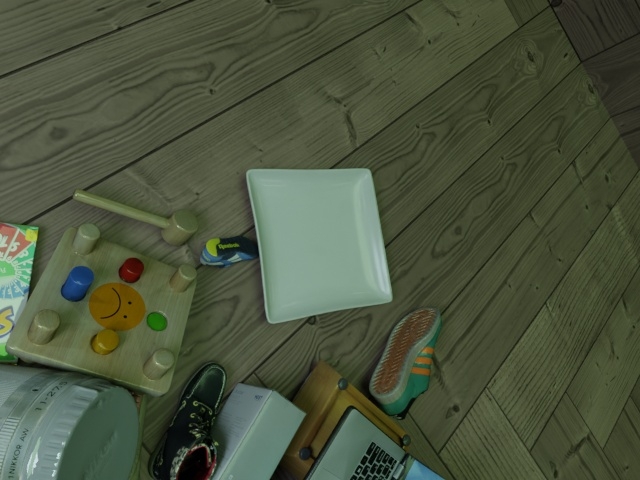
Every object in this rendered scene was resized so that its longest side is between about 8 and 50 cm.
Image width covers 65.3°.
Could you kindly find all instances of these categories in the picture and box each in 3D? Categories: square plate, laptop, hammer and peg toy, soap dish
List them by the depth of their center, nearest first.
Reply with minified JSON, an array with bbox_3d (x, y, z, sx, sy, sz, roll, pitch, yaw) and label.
[{"bbox_3d":[0.120,0.582,0.890,0.382,0.236,0.408,-55,132,-18],"label":"laptop"},{"bbox_3d":[-0.360,0.078,0.897,0.265,0.127,0.361,25,42,-24],"label":"hammer and peg toy"},{"bbox_3d":[0.053,0.439,1.087,0.291,0.118,0.229,44,62,-16],"label":"soap dish"},{"bbox_3d":[0.000,0.000,1.184,0.347,0.049,0.344,-5,83,-31],"label":"square plate"}]

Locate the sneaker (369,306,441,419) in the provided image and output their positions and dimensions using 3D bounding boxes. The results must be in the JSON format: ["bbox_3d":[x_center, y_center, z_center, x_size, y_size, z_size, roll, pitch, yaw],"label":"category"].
[{"bbox_3d":[0.224,0.299,1.235,0.302,0.108,0.121,-50,126,-34],"label":"sneaker"}]

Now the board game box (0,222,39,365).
[{"bbox_3d":[-0.566,0.096,0.845,0.124,0.039,0.260,8,79,-28],"label":"board game box"}]

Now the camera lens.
[{"bbox_3d":[-0.437,0.295,0.719,0.274,0.219,0.220,4,75,10],"label":"camera lens"}]

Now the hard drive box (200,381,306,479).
[{"bbox_3d":[-0.156,0.395,0.938,0.089,0.181,0.232,41,64,-17],"label":"hard drive box"}]

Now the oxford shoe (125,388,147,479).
[{"bbox_3d":[-0.376,0.419,0.857,0.146,0.140,0.397,61,35,-56],"label":"oxford shoe"}]

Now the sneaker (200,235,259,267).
[{"bbox_3d":[-0.195,0.026,1.067,0.144,0.059,0.053,2,52,-48],"label":"sneaker"}]

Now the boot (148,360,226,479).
[{"bbox_3d":[-0.218,0.340,0.912,0.085,0.178,0.236,35,66,-20],"label":"boot"}]
